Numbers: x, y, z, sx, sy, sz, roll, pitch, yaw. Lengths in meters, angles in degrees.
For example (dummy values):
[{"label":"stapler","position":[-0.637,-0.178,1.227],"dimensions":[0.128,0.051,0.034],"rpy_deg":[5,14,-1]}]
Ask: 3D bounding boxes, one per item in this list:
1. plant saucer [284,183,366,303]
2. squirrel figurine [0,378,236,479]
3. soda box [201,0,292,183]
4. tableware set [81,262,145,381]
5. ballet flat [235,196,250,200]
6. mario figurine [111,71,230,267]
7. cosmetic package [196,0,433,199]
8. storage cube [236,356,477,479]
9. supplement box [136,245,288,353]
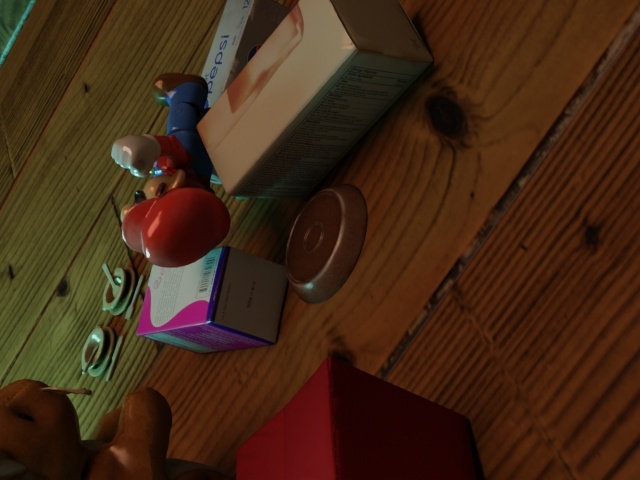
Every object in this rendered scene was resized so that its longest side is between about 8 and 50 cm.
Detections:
[{"label":"plant saucer","position":[0.000,0.000,1.848],"dimensions":[0.168,0.029,0.168],"rpy_deg":[-35,44,44]},{"label":"squirrel figurine","position":[-0.293,0.364,1.718],"dimensions":[0.281,0.370,0.396],"rpy_deg":[-14,53,56]},{"label":"soda box","position":[-0.129,-0.230,2.141],"dimensions":[0.098,0.091,0.286],"rpy_deg":[10,80,58]},{"label":"tableware set","position":[-0.364,0.132,2.349],"dimensions":[0.128,0.039,0.194],"rpy_deg":[10,80,60]},{"label":"ballet flat","position":[-0.072,-0.140,2.024],"dimensions":[0.070,0.070,0.188],"rpy_deg":[32,103,60]},{"label":"mario figurine","position":[-0.221,-0.089,1.926],"dimensions":[0.170,0.198,0.320],"rpy_deg":[-43,29,33]},{"label":"cosmetic package","position":[-0.013,-0.193,1.841],"dimensions":[0.296,0.153,0.129],"rpy_deg":[-44,58,34]},{"label":"storage cube","position":[0.038,0.272,1.436],"dimensions":[0.183,0.215,0.193],"rpy_deg":[-49,29,32]},{"label":"supplement box","position":[-0.153,0.087,1.959],"dimensions":[0.220,0.114,0.111],"rpy_deg":[-12,62,54]}]
